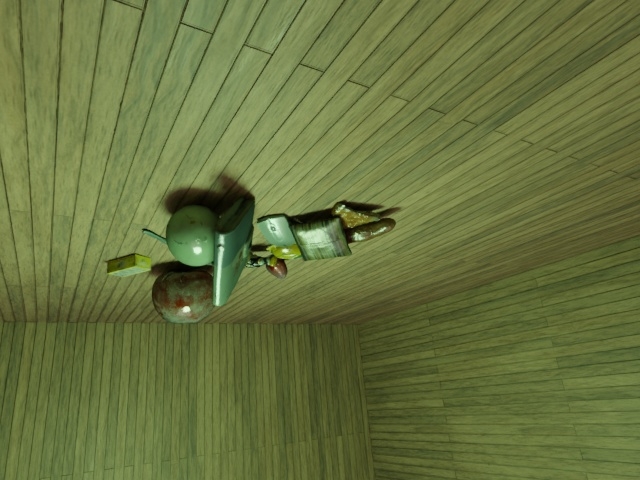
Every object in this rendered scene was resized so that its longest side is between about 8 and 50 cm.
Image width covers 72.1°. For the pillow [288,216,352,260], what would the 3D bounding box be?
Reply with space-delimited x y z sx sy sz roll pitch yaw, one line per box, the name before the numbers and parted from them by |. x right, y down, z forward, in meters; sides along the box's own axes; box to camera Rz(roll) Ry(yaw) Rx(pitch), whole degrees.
pillow | 0.000 0.000 1.739 0.212 0.052 0.208 -7 134 16

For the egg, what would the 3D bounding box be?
egg | -0.437 -0.016 1.544 0.203 0.203 0.283 -1 162 -13

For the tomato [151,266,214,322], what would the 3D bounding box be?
tomato | -0.665 0.262 2.166 0.316 0.282 0.317 -3 -178 0

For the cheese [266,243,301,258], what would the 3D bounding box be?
cheese | -0.114 0.040 1.981 0.270 0.069 0.177 6 158 -34

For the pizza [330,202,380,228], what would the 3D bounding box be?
pizza | 0.135 -0.096 1.694 0.195 0.052 0.185 0 153 -2

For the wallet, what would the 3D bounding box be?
wallet | -0.305 0.037 1.545 0.083 0.252 0.360 20 130 6

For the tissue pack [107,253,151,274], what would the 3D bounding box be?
tissue pack | -0.872 0.115 2.006 0.176 0.062 0.095 -15 160 23

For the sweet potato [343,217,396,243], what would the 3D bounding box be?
sweet potato | 0.141 -0.034 1.799 0.354 0.106 0.095 -21 129 22

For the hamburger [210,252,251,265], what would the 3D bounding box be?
hamburger | -0.363 0.040 1.789 0.177 0.185 0.113 31 159 11

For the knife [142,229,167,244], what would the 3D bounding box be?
knife | -0.655 -0.007 1.793 0.028 0.015 0.210 -16 159 10

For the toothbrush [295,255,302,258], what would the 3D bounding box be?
toothbrush | -0.113 0.080 2.164 0.257 0.018 0.024 -15 161 25

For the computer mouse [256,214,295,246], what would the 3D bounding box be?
computer mouse | -0.162 -0.032 1.767 0.128 0.079 0.231 -15 155 16

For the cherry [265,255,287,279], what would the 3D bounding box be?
cherry | -0.216 0.127 2.158 0.106 0.087 0.126 3 143 43

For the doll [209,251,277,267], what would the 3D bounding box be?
doll | -0.359 0.093 1.995 0.316 0.103 0.145 1 -156 3
